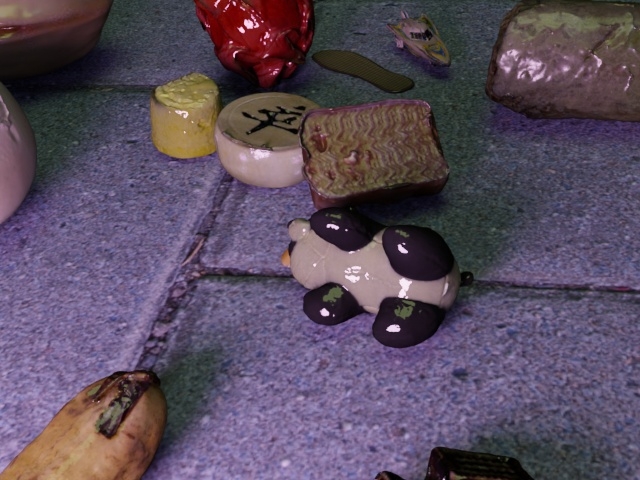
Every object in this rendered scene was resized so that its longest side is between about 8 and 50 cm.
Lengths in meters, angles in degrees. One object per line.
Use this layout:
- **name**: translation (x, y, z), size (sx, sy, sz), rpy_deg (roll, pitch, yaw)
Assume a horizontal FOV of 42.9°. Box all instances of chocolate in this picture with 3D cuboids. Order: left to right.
- **chocolate**: translation (0.070, -0.118, 1.182), size (0.214, 0.093, 0.148), rpy_deg (-8, 68, -9)

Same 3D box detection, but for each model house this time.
- **model house**: translation (0.111, 0.240, 0.721), size (0.165, 0.106, 0.152), rpy_deg (6, 40, 7)

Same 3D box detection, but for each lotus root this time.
- **lotus root**: translation (-0.244, 0.229, 0.790), size (0.110, 0.097, 0.258), rpy_deg (17, 49, 37)

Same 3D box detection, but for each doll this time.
- **doll**: translation (0.059, 0.034, 0.985), size (0.234, 0.143, 0.135), rpy_deg (14, 12, 23)

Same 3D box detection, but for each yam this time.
- **yam**: translation (0.423, -0.290, 1.311), size (0.300, 0.195, 0.195), rpy_deg (5, 38, 13)

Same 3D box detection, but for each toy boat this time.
- **toy boat**: translation (0.200, -0.376, 1.557), size (0.084, 0.066, 0.210), rpy_deg (-16, 39, -12)

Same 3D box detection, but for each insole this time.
- **insole**: translation (0.080, -0.329, 1.558), size (0.086, 0.005, 0.253), rpy_deg (-31, 44, -30)

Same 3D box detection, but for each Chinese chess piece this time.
- **Chinese chess piece**: translation (-0.075, -0.164, 1.286), size (0.189, 0.083, 0.188), rpy_deg (0, 40, 0)

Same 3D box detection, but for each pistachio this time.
- **pistachio**: translation (-0.627, -0.459, 1.583), size (0.446, 0.281, 0.365), rpy_deg (-7, 33, -10)

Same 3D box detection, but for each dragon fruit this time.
- **dragon fruit**: translation (-0.131, -0.403, 1.469), size (0.234, 0.233, 0.293), rpy_deg (32, 11, 39)

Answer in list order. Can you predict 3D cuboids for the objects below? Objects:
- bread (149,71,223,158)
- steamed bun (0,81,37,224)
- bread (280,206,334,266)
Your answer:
- **bread**: translation (-0.213, -0.199, 1.335), size (0.129, 0.114, 0.111), rpy_deg (-33, 52, -27)
- **steamed bun**: translation (-0.571, -0.109, 1.176), size (0.324, 0.206, 0.324), rpy_deg (-5, 38, 4)
- **bread**: translation (0.000, 0.001, 1.105), size (0.062, 0.103, 0.049), rpy_deg (22, 29, -43)
